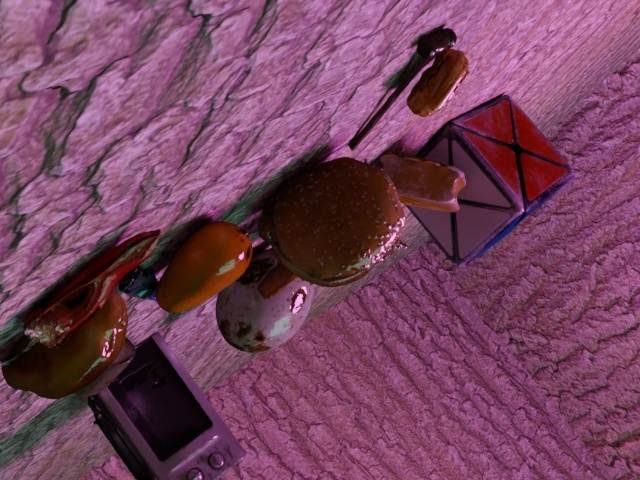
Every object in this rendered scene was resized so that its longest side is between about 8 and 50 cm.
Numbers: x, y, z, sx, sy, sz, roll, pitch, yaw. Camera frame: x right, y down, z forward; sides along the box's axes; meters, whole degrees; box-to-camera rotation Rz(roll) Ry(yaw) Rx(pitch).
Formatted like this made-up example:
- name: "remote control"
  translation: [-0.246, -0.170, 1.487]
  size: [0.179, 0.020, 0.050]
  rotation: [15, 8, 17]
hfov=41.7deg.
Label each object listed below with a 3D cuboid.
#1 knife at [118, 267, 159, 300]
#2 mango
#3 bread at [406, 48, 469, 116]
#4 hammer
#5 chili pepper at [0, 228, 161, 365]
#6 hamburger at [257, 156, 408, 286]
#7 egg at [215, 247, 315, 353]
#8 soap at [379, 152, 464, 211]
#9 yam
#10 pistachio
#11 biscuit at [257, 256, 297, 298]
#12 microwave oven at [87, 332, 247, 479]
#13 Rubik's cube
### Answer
- name: "knife"
  translation: [-0.248, 0.073, 1.261]
  size: [0.044, 0.026, 0.296]
  rotation: [-49, 171, -3]
- name: "mango"
  translation: [-0.163, 0.037, 1.191]
  size: [0.115, 0.090, 0.178]
  rotation: [-31, 169, -46]
- name: "bread"
  translation: [0.167, -0.227, 1.206]
  size: [0.110, 0.044, 0.083]
  rotation: [-52, -164, 16]
- name: "hammer"
  translation: [0.104, -0.207, 1.225]
  size: [0.058, 0.029, 0.292]
  rotation: [-30, 170, -33]
- name: "chili pepper"
  translation: [-0.288, 0.066, 1.007]
  size: [0.268, 0.059, 0.050]
  rotation: [-42, -151, 10]
- name: "hamburger"
  translation: [0.015, -0.028, 1.276]
  size: [0.215, 0.189, 0.122]
  rotation: [-21, 162, -7]
- name: "egg"
  translation: [-0.098, 0.107, 1.586]
  size: [0.231, 0.169, 0.169]
  rotation: [-50, 170, 4]
- name: "soap"
  translation: [0.205, -0.110, 1.677]
  size: [0.257, 0.161, 0.080]
  rotation: [14, 89, -78]
- name: "yam"
  translation: [-0.364, 0.211, 1.372]
  size: [0.146, 0.069, 0.070]
  rotation: [-44, 169, 31]
- name: "pistachio"
  translation: [-0.318, 0.142, 1.090]
  size: [0.189, 0.100, 0.110]
  rotation: [-39, 168, 3]
- name: "biscuit"
  translation: [-0.002, -0.002, 1.435]
  size: [0.205, 0.049, 0.324]
  rotation: [-34, -173, 48]
- name: "microwave oven"
  translation: [-0.314, 0.369, 1.645]
  size: [0.181, 0.295, 0.237]
  rotation: [-34, 171, -26]
- name: "Rubik's cube"
  translation: [0.364, -0.133, 1.879]
  size: [0.259, 0.254, 0.260]
  rotation: [-29, 169, -39]
